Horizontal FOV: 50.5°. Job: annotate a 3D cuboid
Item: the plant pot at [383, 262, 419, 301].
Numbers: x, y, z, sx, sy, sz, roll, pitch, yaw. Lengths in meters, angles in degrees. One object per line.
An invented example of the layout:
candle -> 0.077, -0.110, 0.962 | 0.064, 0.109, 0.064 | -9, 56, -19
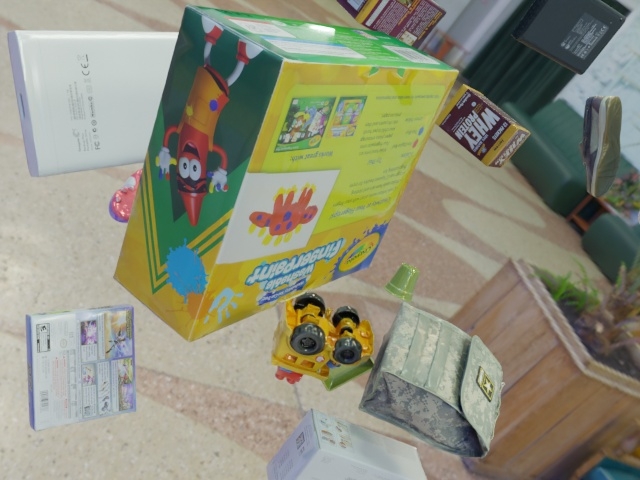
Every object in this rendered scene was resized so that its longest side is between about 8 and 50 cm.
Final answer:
plant pot -> 0.217, 0.104, 1.751 | 0.083, 0.079, 0.083 | 25, 12, -6

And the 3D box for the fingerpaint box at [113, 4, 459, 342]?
fingerpaint box -> -0.034, -0.105, 0.953 | 0.163, 0.371, 0.444 | 34, 28, 24

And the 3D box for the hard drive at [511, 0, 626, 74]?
hard drive -> 0.338, -0.291, 0.922 | 0.135, 0.094, 0.022 | 16, 34, -30

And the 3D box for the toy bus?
toy bus -> -0.012, 0.255, 1.582 | 0.220, 0.212, 0.149 | 20, 29, -12

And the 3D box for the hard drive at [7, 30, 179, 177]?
hard drive -> -0.361, -0.253, 1.217 | 0.047, 0.233, 0.353 | 7, 17, 43

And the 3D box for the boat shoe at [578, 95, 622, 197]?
boat shoe -> 0.602, -0.206, 1.475 | 0.080, 0.224, 0.073 | -20, 29, -30

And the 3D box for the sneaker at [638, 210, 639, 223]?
sneaker -> 0.773, -0.117, 1.355 | 0.106, 0.290, 0.123 | 38, 35, -49

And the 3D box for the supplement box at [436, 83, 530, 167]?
supplement box -> 0.453, -0.313, 1.887 | 0.194, 0.129, 0.191 | 44, 22, 17

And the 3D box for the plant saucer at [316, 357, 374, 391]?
plant saucer -> 0.059, 0.362, 2.184 | 0.188, 0.188, 0.045 | 60, 17, 2

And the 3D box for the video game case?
video game case -> -0.575, 0.300, 1.641 | 0.244, 0.270, 0.061 | -3, 5, -35

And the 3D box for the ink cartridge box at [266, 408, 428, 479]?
ink cartridge box -> 0.042, 0.570, 1.576 | 0.309, 0.272, 0.130 | 27, 22, -23

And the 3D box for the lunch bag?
lunch bag -> 0.258, 0.303, 1.455 | 0.286, 0.169, 0.235 | 26, 39, 4

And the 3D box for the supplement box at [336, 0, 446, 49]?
supplement box -> 0.136, -0.440, 1.276 | 0.188, 0.104, 0.081 | 10, 37, -49

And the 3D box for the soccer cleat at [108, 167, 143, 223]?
soccer cleat -> -0.433, -0.087, 1.542 | 0.083, 0.095, 0.248 | 40, 21, -18
